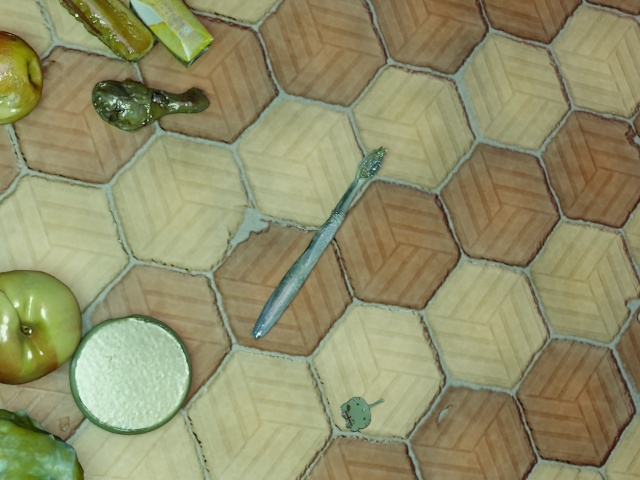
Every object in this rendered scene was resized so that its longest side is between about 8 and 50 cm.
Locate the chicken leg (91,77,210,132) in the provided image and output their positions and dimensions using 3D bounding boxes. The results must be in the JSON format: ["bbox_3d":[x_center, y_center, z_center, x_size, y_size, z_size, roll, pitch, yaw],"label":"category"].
[{"bbox_3d":[-0.280,-0.226,1.654,0.198,0.069,0.084,-5,57,-26],"label":"chicken leg"}]

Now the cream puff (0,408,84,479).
[{"bbox_3d":[-0.487,0.404,1.339,0.379,0.275,0.378,11,38,-9],"label":"cream puff"}]

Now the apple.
[{"bbox_3d":[-0.497,-0.256,1.539,0.147,0.146,0.146,4,78,-17],"label":"apple"}]

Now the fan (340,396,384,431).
[{"bbox_3d":[0.074,0.290,1.691,0.083,0.004,0.055,-22,87,-22],"label":"fan"}]

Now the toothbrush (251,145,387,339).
[{"bbox_3d":[0.000,0.000,1.710,0.035,0.042,0.413,36,73,-9],"label":"toothbrush"}]

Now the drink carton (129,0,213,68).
[{"bbox_3d":[-0.272,-0.388,1.675,0.074,0.084,0.200,-43,97,-7],"label":"drink carton"}]

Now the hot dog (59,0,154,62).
[{"bbox_3d":[-0.397,-0.405,1.646,0.289,0.068,0.083,44,47,-1],"label":"hot dog"}]

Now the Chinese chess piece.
[{"bbox_3d":[-0.296,0.209,1.549,0.189,0.083,0.188,2,81,-16],"label":"Chinese chess piece"}]

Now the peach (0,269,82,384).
[{"bbox_3d":[-0.446,0.128,1.466,0.184,0.184,0.184,4,78,-17],"label":"peach"}]
